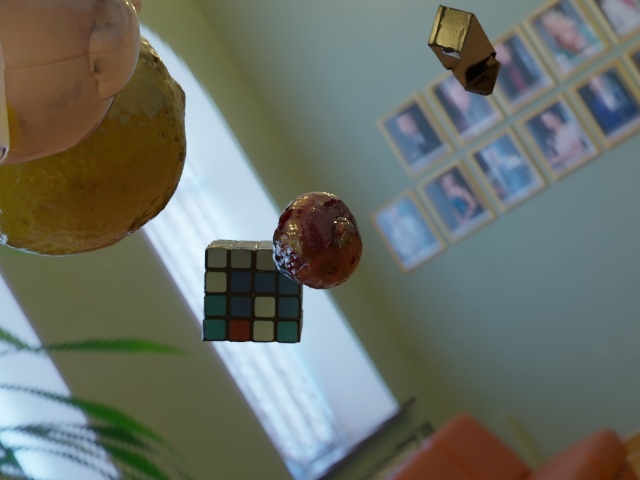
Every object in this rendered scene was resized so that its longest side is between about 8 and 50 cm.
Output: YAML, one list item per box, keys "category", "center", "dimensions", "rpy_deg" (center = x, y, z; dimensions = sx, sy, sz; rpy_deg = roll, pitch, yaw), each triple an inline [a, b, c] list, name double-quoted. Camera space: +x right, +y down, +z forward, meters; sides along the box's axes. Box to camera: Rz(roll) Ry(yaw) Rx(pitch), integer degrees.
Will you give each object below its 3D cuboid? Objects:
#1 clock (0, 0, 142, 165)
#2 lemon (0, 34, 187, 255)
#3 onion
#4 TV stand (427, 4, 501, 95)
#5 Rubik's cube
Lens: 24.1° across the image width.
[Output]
- category: "clock"
  center: [-0.371, -0.252, 1.671]
  dimensions: [0.368, 0.251, 0.377]
  rpy_deg: [2, 22, 10]
- category: "lemon"
  center: [-0.366, -0.144, 2.036]
  dimensions: [0.387, 0.350, 0.350]
  rpy_deg: [-23, -6, -15]
- category: "onion"
  center: [0.000, 0.000, 1.595]
  dimensions: [0.097, 0.107, 0.107]
  rpy_deg: [-5, 17, 46]
- category: "TV stand"
  center: [0.171, -0.217, 1.743]
  dimensions: [0.256, 0.040, 0.049]
  rpy_deg: [24, -97, -75]
- category: "Rubik's cube"
  center: [-0.103, 0.078, 2.368]
  dimensions: [0.154, 0.151, 0.155]
  rpy_deg: [2, 4, 0]
